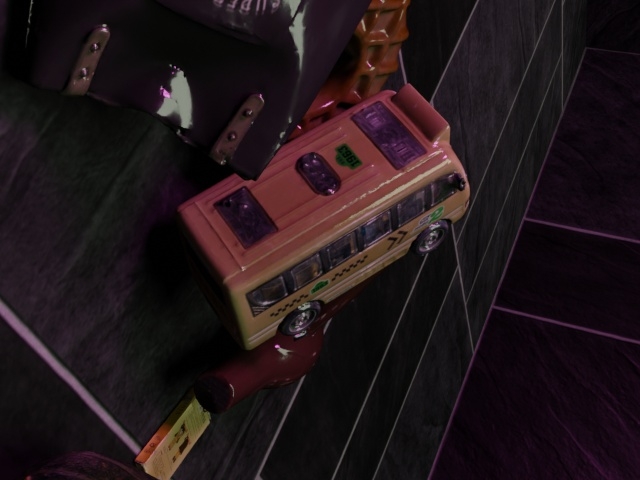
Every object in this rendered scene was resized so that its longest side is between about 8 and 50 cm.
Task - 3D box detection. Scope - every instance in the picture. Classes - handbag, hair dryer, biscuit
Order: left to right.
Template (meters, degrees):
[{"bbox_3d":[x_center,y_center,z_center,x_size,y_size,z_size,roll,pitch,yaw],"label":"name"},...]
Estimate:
[{"bbox_3d":[-0.120,-0.232,0.860,0.342,0.152,0.288,21,91,-24],"label":"handbag"},{"bbox_3d":[-0.023,-0.229,1.119,0.332,0.103,0.332,-36,151,-23],"label":"biscuit"},{"bbox_3d":[-0.005,0.092,1.248,0.340,0.123,0.312,-43,174,18],"label":"hair dryer"}]

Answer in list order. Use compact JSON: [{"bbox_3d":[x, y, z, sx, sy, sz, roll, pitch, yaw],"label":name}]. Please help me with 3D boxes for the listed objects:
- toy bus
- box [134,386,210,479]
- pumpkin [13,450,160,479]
[{"bbox_3d":[0.010,-0.035,1.129,0.365,0.177,0.202,-32,151,-14],"label":"toy bus"},{"bbox_3d":[-0.199,0.272,1.223,0.149,0.020,0.073,-52,145,-44],"label":"box"},{"bbox_3d":[-0.244,0.389,0.894,0.328,0.257,0.291,-65,161,-15],"label":"pumpkin"}]
